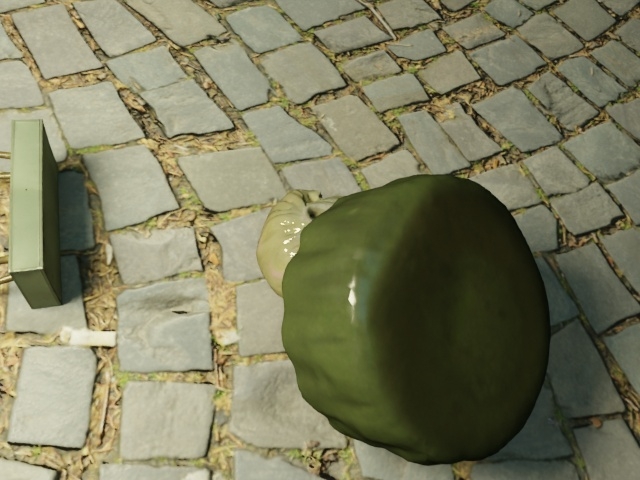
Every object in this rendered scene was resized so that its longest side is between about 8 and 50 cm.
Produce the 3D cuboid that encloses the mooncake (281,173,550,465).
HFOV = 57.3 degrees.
[{"bbox_3d":[0.123,0.096,0.759,0.356,0.194,0.356,8,77,-35],"label":"mooncake"}]

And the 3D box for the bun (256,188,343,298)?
[{"bbox_3d":[0.000,0.000,0.883,0.178,0.128,0.193,20,57,0],"label":"bun"}]

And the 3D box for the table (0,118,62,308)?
[{"bbox_3d":[-0.429,-0.035,0.811,0.111,0.121,0.240,-6,62,-16],"label":"table"}]
